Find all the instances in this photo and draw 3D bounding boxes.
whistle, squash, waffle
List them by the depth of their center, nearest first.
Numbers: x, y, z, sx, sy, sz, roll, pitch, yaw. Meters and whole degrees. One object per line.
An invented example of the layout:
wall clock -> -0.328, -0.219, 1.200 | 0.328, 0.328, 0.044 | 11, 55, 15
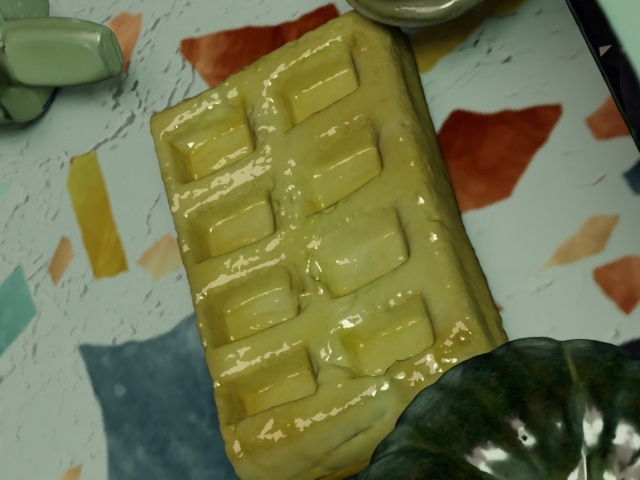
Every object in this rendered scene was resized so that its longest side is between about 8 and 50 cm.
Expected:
squash -> 0.107, 0.148, 0.632 | 0.218, 0.172, 0.218 | -16, 48, 19
waffle -> 0.000, 0.000, 0.832 | 0.168, 0.057, 0.274 | -26, 58, 17
whistle -> -0.237, -0.131, 1.005 | 0.244, 0.110, 0.092 | 1, 34, 31

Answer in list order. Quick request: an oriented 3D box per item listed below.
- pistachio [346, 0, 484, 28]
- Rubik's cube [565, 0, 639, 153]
pistachio -> 0.086, -0.260, 0.837 | 0.197, 0.166, 0.288 | 6, 72, 22
Rubik's cube -> 0.250, -0.143, 0.618 | 0.288, 0.283, 0.293 | -26, 61, 16
